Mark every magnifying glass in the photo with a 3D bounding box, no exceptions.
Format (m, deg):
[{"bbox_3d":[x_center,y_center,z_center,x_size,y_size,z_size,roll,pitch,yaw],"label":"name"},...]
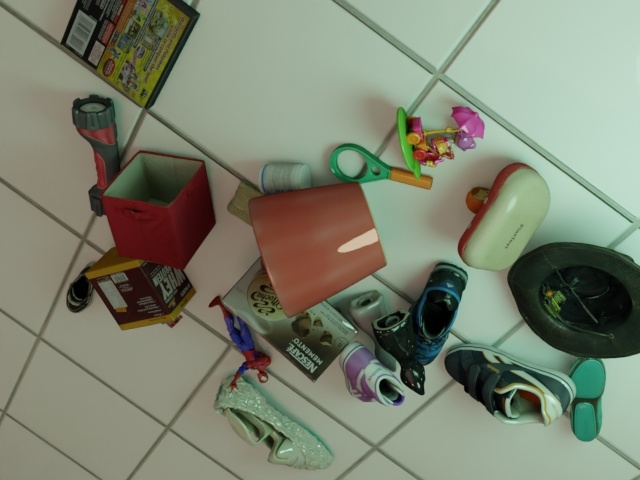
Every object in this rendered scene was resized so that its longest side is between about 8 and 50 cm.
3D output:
[{"bbox_3d":[0.129,-0.150,1.651,0.230,0.026,0.092,14,126,13],"label":"magnifying glass"}]

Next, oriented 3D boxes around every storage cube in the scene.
[{"bbox_3d":[-0.376,-0.075,1.807,0.183,0.215,0.193,10,132,16],"label":"storage cube"}]

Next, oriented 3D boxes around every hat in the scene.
[{"bbox_3d":[0.560,0.096,1.560,0.331,0.134,0.331,27,141,25],"label":"hat"}]

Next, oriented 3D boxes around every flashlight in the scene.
[{"bbox_3d":[-0.541,-0.199,1.862,0.103,0.103,0.304,35,135,33],"label":"flashlight"}]

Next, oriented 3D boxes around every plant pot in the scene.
[{"bbox_3d":[0.000,0.000,1.643,0.243,0.275,0.275,-19,116,2],"label":"plant pot"}]

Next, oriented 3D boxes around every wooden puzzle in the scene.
[{"bbox_3d":[-0.426,0.220,2.151,0.049,0.006,0.083,43,128,-8],"label":"wooden puzzle"}]

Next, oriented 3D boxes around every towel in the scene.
[{"bbox_3d":[-0.146,-0.071,1.821,0.148,0.027,0.110,33,128,0],"label":"towel"}]

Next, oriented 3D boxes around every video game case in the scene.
[{"bbox_3d":[-0.423,-0.463,1.673,0.248,0.035,0.275,37,128,-3],"label":"video game case"}]

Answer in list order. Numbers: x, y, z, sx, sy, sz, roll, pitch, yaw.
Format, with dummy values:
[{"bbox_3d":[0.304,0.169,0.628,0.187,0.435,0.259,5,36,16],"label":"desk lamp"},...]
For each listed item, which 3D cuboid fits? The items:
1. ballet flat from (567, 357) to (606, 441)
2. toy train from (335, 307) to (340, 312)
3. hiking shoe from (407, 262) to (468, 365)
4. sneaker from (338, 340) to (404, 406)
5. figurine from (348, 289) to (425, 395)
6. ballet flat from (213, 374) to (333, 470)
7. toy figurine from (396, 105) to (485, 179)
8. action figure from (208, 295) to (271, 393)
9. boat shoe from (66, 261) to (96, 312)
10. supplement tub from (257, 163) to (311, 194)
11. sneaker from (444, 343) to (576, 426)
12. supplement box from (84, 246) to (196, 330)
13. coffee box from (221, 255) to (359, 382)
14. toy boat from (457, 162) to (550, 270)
[{"bbox_3d":[0.602,0.342,1.737,0.083,0.087,0.247,0,119,16],"label":"ballet flat"},{"bbox_3d":[0.040,0.206,1.934,0.023,0.017,0.083,3,123,9],"label":"toy train"},{"bbox_3d":[0.247,0.193,1.759,0.113,0.132,0.304,19,129,11],"label":"hiking shoe"},{"bbox_3d":[0.141,0.366,1.858,0.161,0.102,0.282,38,170,31],"label":"sneaker"},{"bbox_3d":[0.164,0.246,1.807,0.215,0.092,0.210,34,150,62],"label":"figurine"},{"bbox_3d":[-0.149,0.556,2.179,0.409,0.147,0.147,42,128,-8],"label":"ballet flat"},{"bbox_3d":[0.251,-0.202,1.521,0.159,0.130,0.173,-9,140,18],"label":"toy figurine"},{"bbox_3d":[-0.218,0.294,2.034,0.091,0.139,0.280,-11,119,30],"label":"action figure"},{"bbox_3d":[-0.689,0.146,2.174,0.077,0.070,0.219,36,129,-2],"label":"boat shoe"},{"bbox_3d":[-0.081,-0.138,1.720,0.107,0.071,0.071,2,123,23],"label":"supplement tub"},{"bbox_3d":[0.406,0.330,1.744,0.321,0.127,0.126,10,126,40],"label":"sneaker"},{"bbox_3d":[-0.475,0.114,2.022,0.191,0.129,0.194,-13,116,30],"label":"supplement box"},{"bbox_3d":[-0.072,0.178,1.843,0.297,0.119,0.168,43,88,-3],"label":"coffee box"},{"bbox_3d":[0.354,-0.059,1.552,0.151,0.151,0.231,51,121,42],"label":"toy boat"}]
